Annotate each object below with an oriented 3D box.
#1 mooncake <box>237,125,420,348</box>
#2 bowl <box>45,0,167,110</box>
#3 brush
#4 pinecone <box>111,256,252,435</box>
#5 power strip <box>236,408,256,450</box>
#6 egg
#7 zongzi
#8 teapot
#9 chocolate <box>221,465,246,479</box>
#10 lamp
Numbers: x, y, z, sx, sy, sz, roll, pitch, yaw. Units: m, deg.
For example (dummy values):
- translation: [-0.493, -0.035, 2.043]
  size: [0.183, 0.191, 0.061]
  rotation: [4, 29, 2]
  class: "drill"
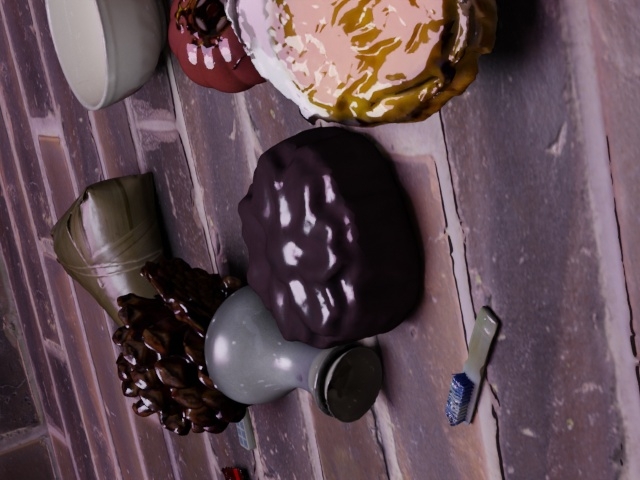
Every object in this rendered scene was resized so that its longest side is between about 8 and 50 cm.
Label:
- translation: [0.000, 0.000, 1.423]
  size: [0.283, 0.141, 0.283]
  rotation: [35, 133, 48]
  class: "mooncake"
- translation: [-0.345, -0.363, 1.856]
  size: [0.277, 0.145, 0.277]
  rotation: [41, 141, 45]
  class: "bowl"
- translation: [0.172, 0.149, 1.304]
  size: [0.033, 0.030, 0.178]
  rotation: [-119, 27, -43]
  class: "brush"
- translation: [-0.213, 0.173, 1.817]
  size: [0.298, 0.242, 0.296]
  rotation: [-120, 32, -53]
  class: "pinecone"
- translation: [-0.138, 0.335, 2.023]
  size: [0.040, 0.016, 0.090]
  rotation: [14, 119, 60]
  class: "power strip"
- translation: [0.064, -0.255, 1.126]
  size: [0.286, 0.174, 0.264]
  rotation: [0, 108, 37]
  class: "egg"
- translation: [-0.413, 0.082, 2.232]
  size: [0.447, 0.181, 0.418]
  rotation: [-21, 88, 66]
  class: "zongzi"
- translation: [-0.035, 0.164, 1.572]
  size: [0.251, 0.183, 0.183]
  rotation: [16, 121, 45]
  class: "teapot"
- translation: [-0.137, 0.510, 2.119]
  size: [0.086, 0.028, 0.182]
  rotation: [-20, 89, 56]
  class: "chocolate"
- translation: [-0.108, -0.276, 1.451]
  size: [0.182, 0.140, 0.182]
  rotation: [-6, 76, 26]
  class: "lamp"
